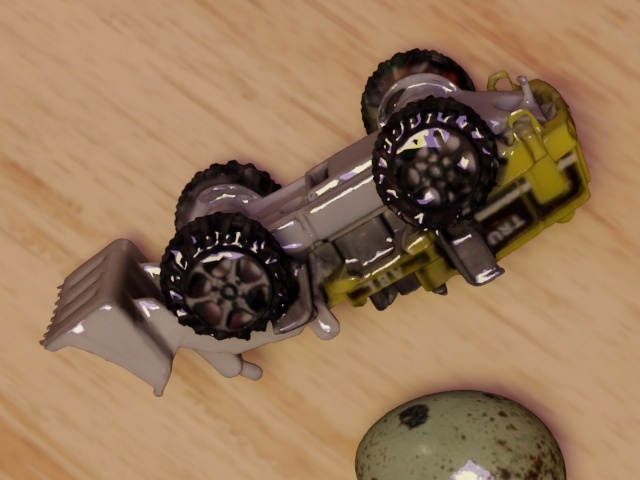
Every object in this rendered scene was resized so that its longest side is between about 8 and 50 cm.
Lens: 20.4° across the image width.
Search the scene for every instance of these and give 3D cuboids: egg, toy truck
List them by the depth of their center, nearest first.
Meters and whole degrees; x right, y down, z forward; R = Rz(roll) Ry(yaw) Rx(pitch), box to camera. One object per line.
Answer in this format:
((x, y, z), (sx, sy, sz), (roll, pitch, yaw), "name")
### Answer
((0.000, 0.000, 0.911), (0.286, 0.136, 0.111), (-27, 107, 8), "toy truck")
((0.072, 0.119, 0.921), (0.110, 0.085, 0.085), (4, 90, 22), "egg")
